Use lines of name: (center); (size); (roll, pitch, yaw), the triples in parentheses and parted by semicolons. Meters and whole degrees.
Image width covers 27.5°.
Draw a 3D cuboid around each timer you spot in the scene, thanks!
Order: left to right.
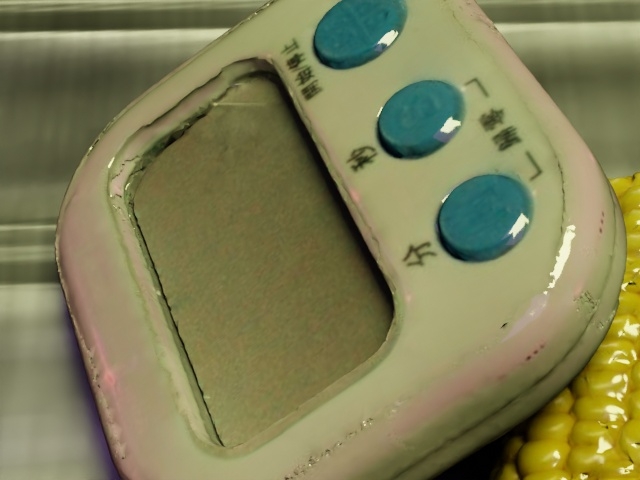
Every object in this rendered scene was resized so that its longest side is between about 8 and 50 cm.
timer: (0.000, 0.000, 0.471); (0.191, 0.069, 0.208); (-34, 48, 9)

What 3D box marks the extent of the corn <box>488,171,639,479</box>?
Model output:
corn: (0.099, 0.117, 0.428); (0.115, 0.115, 0.317); (13, 58, 7)
